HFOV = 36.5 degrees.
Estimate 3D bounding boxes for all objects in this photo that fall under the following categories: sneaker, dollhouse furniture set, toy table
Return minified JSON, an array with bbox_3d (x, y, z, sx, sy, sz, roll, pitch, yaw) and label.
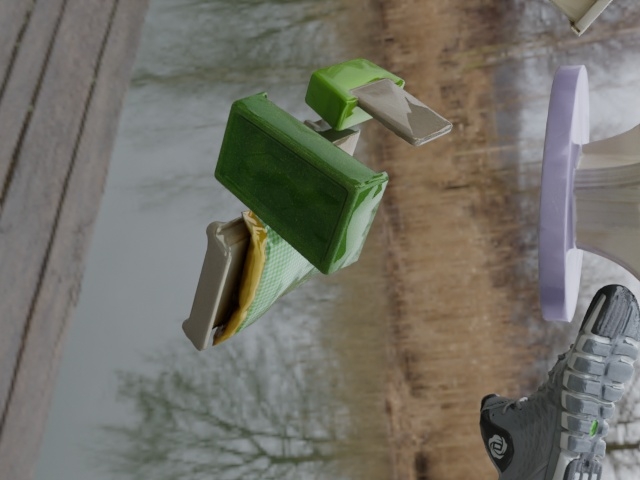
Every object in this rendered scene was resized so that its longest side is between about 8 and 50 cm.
[{"bbox_3d":[0.215,0.143,0.931,0.086,0.132,0.228,24,82,-40],"label":"sneaker"},{"bbox_3d":[0.000,0.000,0.957,0.197,0.151,0.301,-27,146,-44],"label":"dollhouse furniture set"},{"bbox_3d":[0.318,-0.048,1.001,0.252,0.161,0.274,9,84,-68],"label":"toy table"}]

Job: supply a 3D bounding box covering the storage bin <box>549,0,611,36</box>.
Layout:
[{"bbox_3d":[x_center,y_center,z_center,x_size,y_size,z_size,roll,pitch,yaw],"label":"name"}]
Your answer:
[{"bbox_3d":[0.287,-0.360,0.939,0.123,0.260,0.262,39,24,-7],"label":"storage bin"}]
